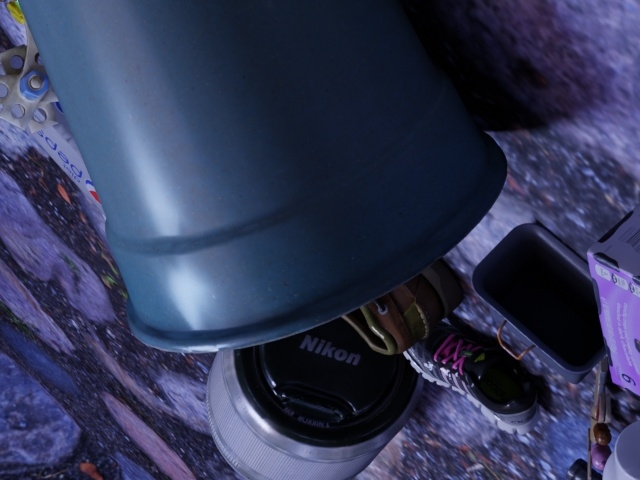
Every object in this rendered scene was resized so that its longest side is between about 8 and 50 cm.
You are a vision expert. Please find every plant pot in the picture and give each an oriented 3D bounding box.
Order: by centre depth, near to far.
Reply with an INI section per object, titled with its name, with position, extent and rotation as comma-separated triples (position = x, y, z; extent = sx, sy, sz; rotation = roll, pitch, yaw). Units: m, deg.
[plant pot]
position = -0.072, -0.143, 1.311
extent = 0.341, 0.341, 0.334
rotation = 13, 134, 58

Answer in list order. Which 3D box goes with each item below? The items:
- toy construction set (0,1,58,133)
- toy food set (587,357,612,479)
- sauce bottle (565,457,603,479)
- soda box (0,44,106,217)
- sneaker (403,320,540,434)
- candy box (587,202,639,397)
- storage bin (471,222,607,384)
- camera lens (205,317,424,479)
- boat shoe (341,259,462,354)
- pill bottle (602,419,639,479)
[toy construction set]
position = -0.286, -0.240, 1.829
extent = 0.215, 0.151, 0.327
rotation = 51, 150, -11
[toy food set]
position = 0.264, 0.172, 1.539
extent = 0.019, 0.078, 0.122
rotation = 3, 144, 4
[sauce bottle]
position = 0.301, 0.266, 1.651
extent = 0.128, 0.042, 0.042
rotation = 36, 156, 26
[soda box]
position = -0.281, -0.123, 2.077
extent = 0.286, 0.091, 0.098
rotation = 47, 158, 5
[sneaker]
position = 0.154, 0.126, 1.678
extent = 0.170, 0.063, 0.075
rotation = 38, 157, 15
[candy box]
position = 0.310, 0.082, 1.272
extent = 0.196, 0.070, 0.165
rotation = 32, 153, 40
[storage bin]
position = 0.200, 0.069, 1.455
extent = 0.135, 0.098, 0.091
rotation = 41, 168, 21
[camera lens]
position = -0.012, 0.160, 1.847
extent = 0.219, 0.219, 0.274
rotation = 46, 159, 8
[boat shoe]
position = 0.000, 0.000, 1.705
extent = 0.307, 0.104, 0.111
rotation = 36, 156, 31
[pill bottle]
position = 0.306, 0.237, 1.515
extent = 0.094, 0.094, 0.169
rotation = 35, 155, 33
